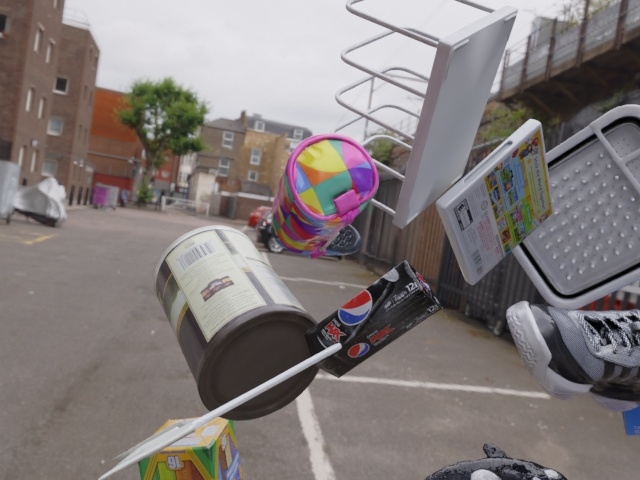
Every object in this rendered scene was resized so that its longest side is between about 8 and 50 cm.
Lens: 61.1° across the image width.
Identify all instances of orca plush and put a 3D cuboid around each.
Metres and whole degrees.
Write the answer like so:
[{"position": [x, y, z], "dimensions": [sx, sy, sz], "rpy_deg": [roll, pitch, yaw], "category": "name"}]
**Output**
[{"position": [0.306, 0.432, 0.999], "dimensions": [0.287, 0.151, 0.102], "rpy_deg": [-17, 33, 24], "category": "orca plush"}]

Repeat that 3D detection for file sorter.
[{"position": [0.129, -0.203, 0.793], "dimensions": [0.173, 0.278, 0.193], "rpy_deg": [32, 47, 25], "category": "file sorter"}]

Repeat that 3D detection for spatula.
[{"position": [-0.099, 0.168, 0.553], "dimensions": [0.242, 0.019, 0.168], "rpy_deg": [-25, -12, -21], "category": "spatula"}]

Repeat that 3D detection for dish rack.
[{"position": [0.519, -0.055, 1.022], "dimensions": [0.332, 0.286, 0.072], "rpy_deg": [-36, -8, 28], "category": "dish rack"}]

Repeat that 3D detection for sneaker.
[{"position": [0.000, 0.000, 1.085], "dimensions": [0.209, 0.069, 0.082], "rpy_deg": [8, -27, 35], "category": "sneaker"}, {"position": [0.310, 0.096, 0.553], "dimensions": [0.268, 0.101, 0.153], "rpy_deg": [25, -50, -37], "category": "sneaker"}]

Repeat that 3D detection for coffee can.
[{"position": [-0.143, 0.124, 0.895], "dimensions": [0.201, 0.202, 0.275], "rpy_deg": [8, 23, -34], "category": "coffee can"}]

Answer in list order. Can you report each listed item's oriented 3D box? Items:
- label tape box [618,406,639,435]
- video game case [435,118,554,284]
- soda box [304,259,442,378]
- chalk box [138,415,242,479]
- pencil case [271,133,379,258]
[{"position": [0.584, 0.231, 0.830], "dimensions": [0.240, 0.106, 0.333], "rpy_deg": [-8, -1, 24], "category": "label tape box"}, {"position": [0.297, -0.054, 0.900], "dimensions": [0.026, 0.206, 0.227], "rpy_deg": [44, -8, 44], "category": "video game case"}, {"position": [0.064, 0.102, 0.687], "dimensions": [0.060, 0.169, 0.053], "rpy_deg": [39, 19, -41], "category": "soda box"}, {"position": [-0.292, 0.585, 1.273], "dimensions": [0.180, 0.289, 0.179], "rpy_deg": [-8, 4, 9], "category": "chalk box"}, {"position": [-0.003, -0.044, 0.645], "dimensions": [0.104, 0.105, 0.236], "rpy_deg": [9, -11, -5], "category": "pencil case"}]
